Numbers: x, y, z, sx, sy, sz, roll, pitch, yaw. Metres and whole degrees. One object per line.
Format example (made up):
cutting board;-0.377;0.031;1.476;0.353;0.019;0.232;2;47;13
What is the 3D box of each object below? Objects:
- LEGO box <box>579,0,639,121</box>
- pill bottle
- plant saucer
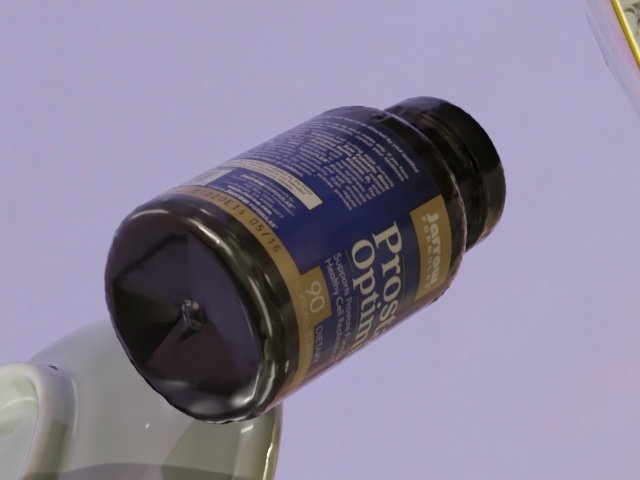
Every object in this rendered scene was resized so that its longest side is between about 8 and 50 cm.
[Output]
LEGO box;0.194;-0.237;1.002;0.193;0.500;0.372;-23;-76;8
pill bottle;0.000;0.000;1.036;0.219;0.123;0.123;-30;-44;-43
plant saucer;-0.187;0.183;1.134;0.100;0.400;0.400;37;-88;-25
